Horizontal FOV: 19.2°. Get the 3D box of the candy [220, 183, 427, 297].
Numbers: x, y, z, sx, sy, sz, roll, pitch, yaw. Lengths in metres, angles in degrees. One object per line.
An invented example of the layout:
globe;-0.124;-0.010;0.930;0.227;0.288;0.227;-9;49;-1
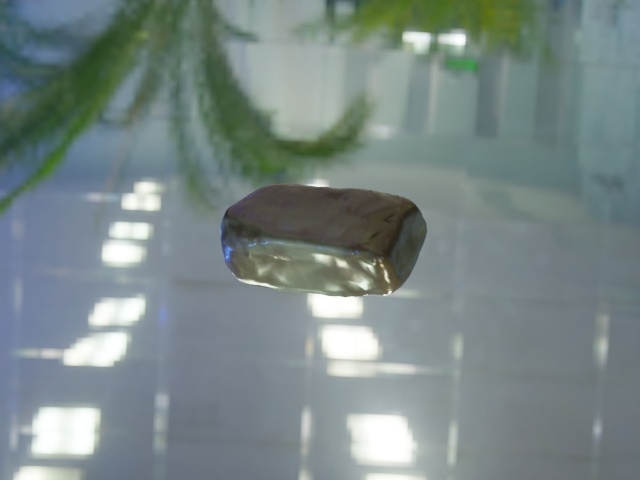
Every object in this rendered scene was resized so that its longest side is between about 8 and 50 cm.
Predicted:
candy;0.000;0.000;2.142;0.234;0.102;0.104;9;-133;28
